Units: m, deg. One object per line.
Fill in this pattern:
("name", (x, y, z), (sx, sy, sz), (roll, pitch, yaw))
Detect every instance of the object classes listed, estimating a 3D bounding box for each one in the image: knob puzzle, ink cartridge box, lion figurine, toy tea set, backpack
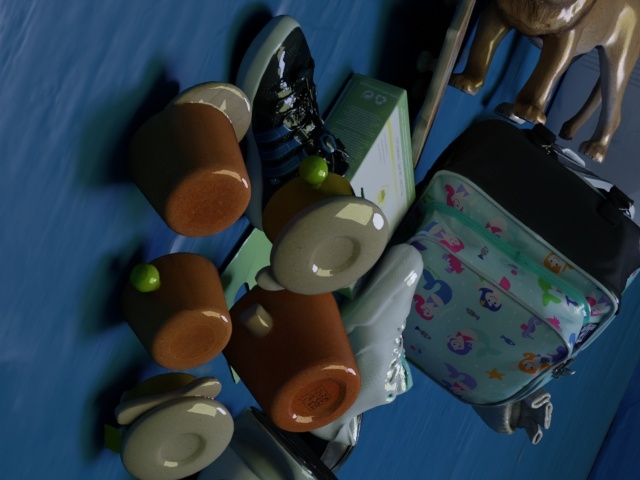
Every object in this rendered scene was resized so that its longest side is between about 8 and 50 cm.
("knob puzzle", (0.099, -0.148, 1.454), (0.213, 0.030, 0.213), (19, 90, -87))
("ink cartridge box", (0.000, 0.000, 1.355), (0.235, 0.056, 0.171), (-59, 160, -24))
("lion figurine", (0.252, -0.224, 1.621), (0.240, 0.142, 0.392), (-65, 163, 4))
("toy tea set", (-0.063, 0.018, 1.155), (0.200, 0.124, 0.336), (-11, 135, -20))
("backpack", (0.158, 0.040, 1.541), (0.191, 0.225, 0.253), (-52, 179, -32))

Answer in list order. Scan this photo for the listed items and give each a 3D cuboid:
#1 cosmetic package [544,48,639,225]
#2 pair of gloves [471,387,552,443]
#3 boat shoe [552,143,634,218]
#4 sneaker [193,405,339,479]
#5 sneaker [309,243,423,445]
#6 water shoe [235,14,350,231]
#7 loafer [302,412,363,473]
("cosmetic package", (0.396, -0.124, 1.982), (0.225, 0.224, 0.138), (-66, 160, 3))
("pair of gloves", (0.180, 0.091, 1.728), (0.042, 0.204, 0.240), (-22, 139, -31))
("boat shoe", (0.251, -0.060, 1.805), (0.108, 0.102, 0.301), (-38, 152, 23))
("sneaker", (-0.057, 0.236, 1.424), (0.146, 0.122, 0.330), (-46, 160, -1))
("sneaker", (0.050, 0.097, 1.460), (0.212, 0.094, 0.080), (-57, -176, 29))
("water shoe", (-0.011, -0.078, 1.188), (0.073, 0.080, 0.203), (-53, 157, -34))
("loafer", (0.011, 0.164, 1.592), (0.061, 0.062, 0.170), (24, 99, -32))
